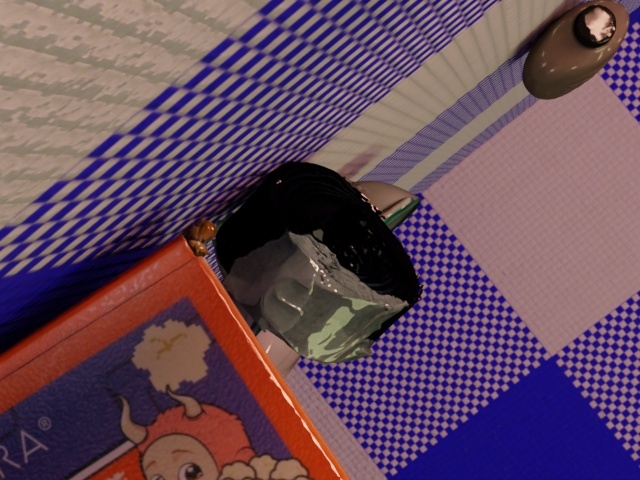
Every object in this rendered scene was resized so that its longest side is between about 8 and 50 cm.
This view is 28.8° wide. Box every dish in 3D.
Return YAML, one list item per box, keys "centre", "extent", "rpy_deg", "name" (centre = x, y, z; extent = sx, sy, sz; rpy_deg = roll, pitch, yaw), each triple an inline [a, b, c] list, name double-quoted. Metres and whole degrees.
- centre: [0.000, 0.000, 1.331]
  extent: [0.246, 0.078, 0.224]
  rpy_deg: [-37, 176, -35]
  name: "dish"

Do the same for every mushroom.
- centre: [-0.147, 0.051, 0.989]
  extent: [0.028, 0.025, 0.286]
  rpy_deg: [-15, 165, -37]
  name: "mushroom"

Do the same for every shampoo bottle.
- centre: [0.292, -0.220, 1.439]
  extent: [0.127, 0.078, 0.257]
  rpy_deg: [-33, 179, -4]
  name: "shampoo bottle"

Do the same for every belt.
- centre: [0.000, 0.019, 0.938]
  extent: [0.078, 0.151, 0.198]
  rpy_deg: [-44, 174, 20]
  name: "belt"

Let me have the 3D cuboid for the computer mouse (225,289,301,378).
- centre: [-0.083, 0.102, 1.525]
  extent: [0.184, 0.121, 0.297]
  rpy_deg: [-43, -172, 36]
  name: "computer mouse"

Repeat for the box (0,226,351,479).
- centre: [-0.165, 0.216, 0.837]
  extent: [0.349, 0.256, 0.318]
  rpy_deg: [-33, 172, -11]
  name: "box"

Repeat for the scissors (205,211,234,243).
- centre: [-0.094, 0.003, 0.988]
  extent: [0.036, 0.006, 0.083]
  rpy_deg: [-37, 176, -42]
  name: "scissors"
